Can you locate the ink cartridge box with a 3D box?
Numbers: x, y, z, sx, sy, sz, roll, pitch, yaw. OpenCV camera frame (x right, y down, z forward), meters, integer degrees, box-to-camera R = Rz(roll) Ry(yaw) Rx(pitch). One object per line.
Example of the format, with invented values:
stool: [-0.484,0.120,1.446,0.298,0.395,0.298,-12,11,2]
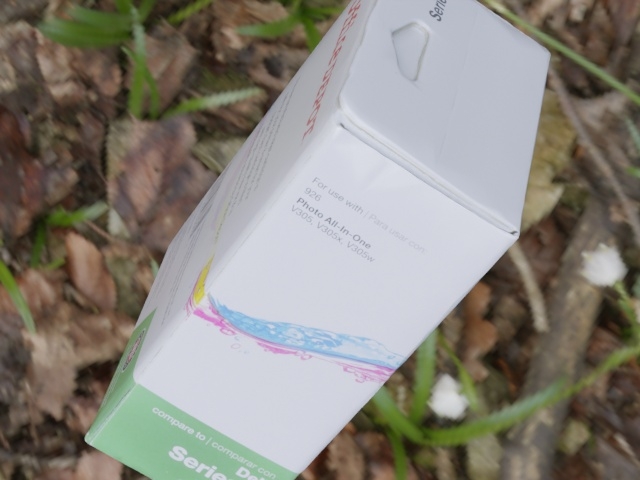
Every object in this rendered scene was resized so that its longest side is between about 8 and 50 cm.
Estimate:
ink cartridge box: [0.000,0.000,0.709,0.093,0.154,0.212,31,125,-9]
